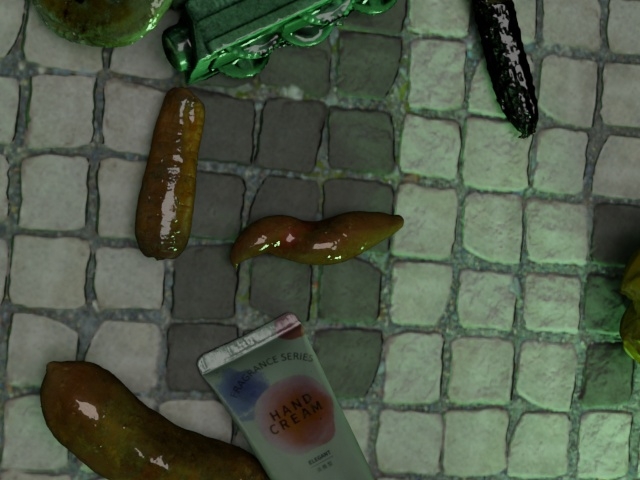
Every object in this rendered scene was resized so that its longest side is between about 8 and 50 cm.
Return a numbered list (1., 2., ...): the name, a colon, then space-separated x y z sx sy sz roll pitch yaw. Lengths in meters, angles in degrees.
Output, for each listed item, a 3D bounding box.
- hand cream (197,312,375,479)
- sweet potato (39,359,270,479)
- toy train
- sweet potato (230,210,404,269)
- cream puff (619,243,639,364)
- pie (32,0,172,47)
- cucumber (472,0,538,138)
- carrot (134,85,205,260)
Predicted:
1. hand cream: 0.001 0.244 1.453 0.124 0.078 0.340 -26 77 -15
2. sweet potato: -0.174 0.217 1.427 0.292 0.097 0.097 34 81 -24
3. toy train: -0.031 -0.293 1.439 0.330 0.138 0.178 -27 90 -13
4. sweet potato: 0.000 -0.002 1.492 0.202 0.058 0.055 -5 114 -19
5. cream puff: 0.431 0.082 1.581 0.195 0.195 0.221 -16 92 -17
6. pie: -0.217 -0.282 1.368 0.187 0.041 0.187 0 91 22
7. cucumber: 0.212 -0.203 1.560 0.053 0.053 0.181 -19 100 -17
8. carrot: -0.157 -0.071 1.437 0.060 0.060 0.186 8 87 -18
